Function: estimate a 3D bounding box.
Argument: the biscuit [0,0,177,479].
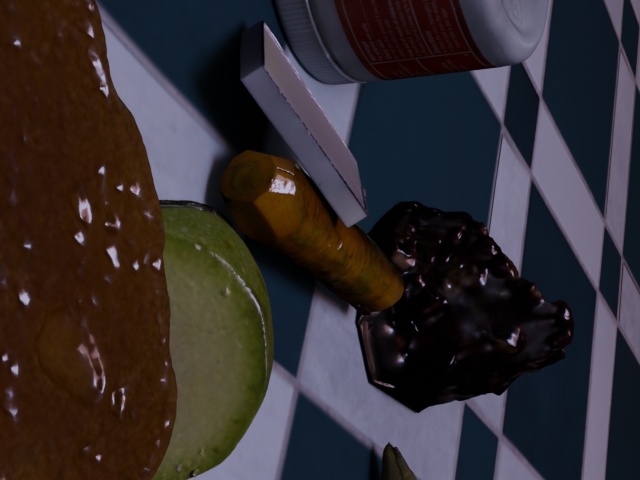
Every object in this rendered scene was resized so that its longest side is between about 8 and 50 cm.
[{"bbox_3d":[-0.188,0.005,0.589,0.359,0.074,0.381,-64,143,-40],"label":"biscuit"}]

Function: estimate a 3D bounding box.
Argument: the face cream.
[{"bbox_3d":[0.082,-0.242,1.000,0.201,0.187,0.201,11,77,-62],"label":"face cream"}]

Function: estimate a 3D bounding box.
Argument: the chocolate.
[{"bbox_3d":[0.167,0.061,1.148,0.224,0.177,0.206,41,52,-56],"label":"chocolate"}]

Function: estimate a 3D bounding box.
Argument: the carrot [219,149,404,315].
[{"bbox_3d":[0.000,0.000,0.958,0.260,0.070,0.070,40,53,-58],"label":"carrot"}]

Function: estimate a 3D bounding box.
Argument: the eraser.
[{"bbox_3d":[-0.013,-0.092,0.907,0.150,0.023,0.104,54,14,-26],"label":"eraser"}]

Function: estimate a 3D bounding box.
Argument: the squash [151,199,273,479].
[{"bbox_3d":[-0.060,0.061,0.813,0.184,0.085,0.192,-24,110,-60],"label":"squash"}]

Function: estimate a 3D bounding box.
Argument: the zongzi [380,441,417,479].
[{"bbox_3d":[0.066,0.299,1.047,0.160,0.078,0.176,-44,116,-55],"label":"zongzi"}]
